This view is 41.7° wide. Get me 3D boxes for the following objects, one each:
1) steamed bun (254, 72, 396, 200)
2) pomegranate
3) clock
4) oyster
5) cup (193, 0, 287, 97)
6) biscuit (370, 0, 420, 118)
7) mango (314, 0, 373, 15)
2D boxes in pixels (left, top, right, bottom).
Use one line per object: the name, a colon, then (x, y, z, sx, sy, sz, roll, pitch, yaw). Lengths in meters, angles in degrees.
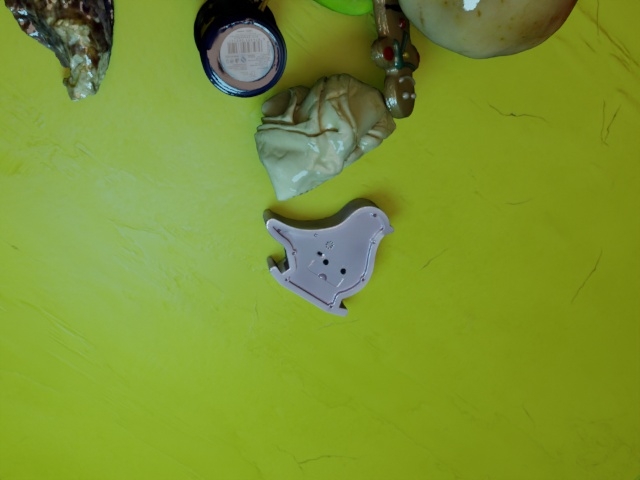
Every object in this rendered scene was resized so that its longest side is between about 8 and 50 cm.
steamed bun: (-0.002, -0.243, 1.766, 0.289, 0.276, 0.203, -29, 102, 12)
pomegranate: (0.326, -0.554, 1.671, 0.411, 0.411, 0.412, -4, 110, -10)
clock: (0.000, 0.000, 1.948, 0.290, 0.080, 0.275, 29, 101, -21)
oyster: (-0.505, -0.451, 1.669, 0.271, 0.100, 0.275, 38, 104, -6)
cup: (-0.157, -0.429, 1.654, 0.178, 0.256, 0.255, -2, 113, -10)
biscuit: (0.163, -0.407, 1.762, 0.049, 0.196, 0.302, -2, 94, 33)
mango: (0.021, -0.548, 1.735, 0.232, 0.111, 0.125, 22, 110, -16)
